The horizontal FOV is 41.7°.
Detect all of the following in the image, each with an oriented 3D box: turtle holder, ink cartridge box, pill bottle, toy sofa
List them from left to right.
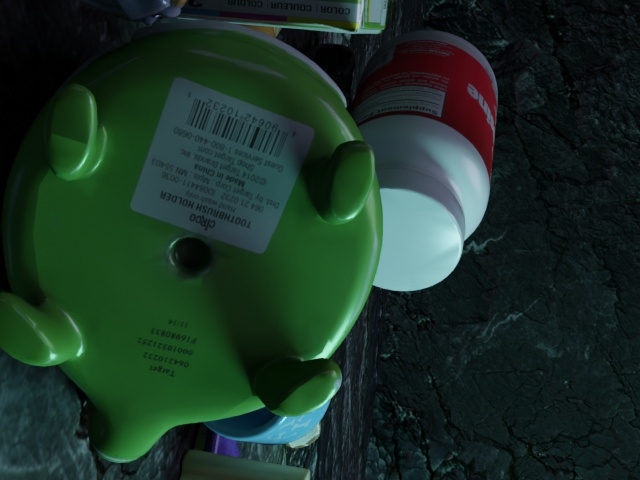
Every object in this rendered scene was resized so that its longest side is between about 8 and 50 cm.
[{"bbox_3d":[-0.080,0.006,0.596,0.227,0.243,0.320,-100,-178,-66],"label":"turtle holder"},{"bbox_3d":[-0.052,-0.228,0.703,0.255,0.188,0.097,-46,142,-72],"label":"ink cartridge box"},{"bbox_3d":[-0.073,0.373,1.073,0.363,0.150,0.177,82,20,-52],"label":"toy sofa"},{"bbox_3d":[0.139,-0.124,1.240,0.408,0.229,0.229,-72,164,-49],"label":"pill bottle"}]

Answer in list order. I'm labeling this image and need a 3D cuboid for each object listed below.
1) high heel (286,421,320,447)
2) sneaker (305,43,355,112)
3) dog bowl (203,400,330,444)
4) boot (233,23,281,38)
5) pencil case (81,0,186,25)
[{"bbox_3d":[-0.072,0.082,1.128,0.181,0.127,0.377,-127,-148,-63],"label":"high heel"},{"bbox_3d":[0.005,-0.190,1.247,0.267,0.101,0.106,-70,165,-48],"label":"sneaker"},{"bbox_3d":[-0.066,0.081,0.927,0.074,0.165,0.297,11,86,-67],"label":"dog bowl"},{"bbox_3d":[-0.082,-0.164,0.926,0.152,0.073,0.197,-65,153,-50],"label":"boot"},{"bbox_3d":[-0.103,-0.264,0.595,0.124,0.113,0.273,46,36,-27],"label":"pencil case"}]
